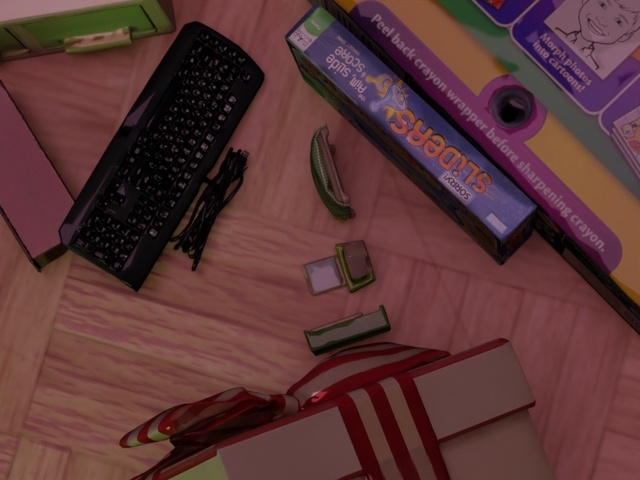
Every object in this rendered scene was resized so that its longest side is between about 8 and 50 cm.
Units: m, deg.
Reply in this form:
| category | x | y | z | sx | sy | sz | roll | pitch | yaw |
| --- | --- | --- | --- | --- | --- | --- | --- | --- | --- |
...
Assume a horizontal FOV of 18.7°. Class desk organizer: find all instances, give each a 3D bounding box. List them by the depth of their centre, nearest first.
| category | x | y | z | sx | sy | sz | roll | pitch | yaw |
| --- | --- | --- | --- | --- | --- | --- | --- | --- | --- |
| desk organizer | -0.218 | -0.047 | 1.404 | 0.050 | 0.047 | 0.130 | -31 | 83 | -6 |

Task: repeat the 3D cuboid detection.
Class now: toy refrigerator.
| category | x | y | z | sx | sy | sz | roll | pitch | yaw |
| --- | --- | --- | --- | --- | --- | --- | --- | --- | --- |
| toy refrigerator | -0.247 | -0.174 | 1.396 | 0.270 | 0.102 | 0.094 | -10 | 81 | 3 |

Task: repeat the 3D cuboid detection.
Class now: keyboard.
| category | x | y | z | sx | sy | sz | roll | pitch | yaw |
| --- | --- | --- | --- | --- | --- | --- | --- | --- | --- |
| keyboard | -0.097 | -0.056 | 1.382 | 0.100 | 0.038 | 0.192 | 33 | 79 | -15 |

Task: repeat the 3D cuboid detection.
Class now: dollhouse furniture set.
| category | x | y | z | sx | sy | sz | roll | pitch | yaw |
| --- | --- | --- | --- | --- | --- | --- | --- | --- | --- |
| dollhouse furniture set | 0.000 | 0.000 | 1.365 | 0.059 | 0.076 | 0.151 | -17 | 82 | 1 |

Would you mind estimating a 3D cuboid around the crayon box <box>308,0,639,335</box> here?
| category | x | y | z | sx | sy | sz | roll | pitch | yaw |
| --- | --- | --- | --- | --- | --- | --- | --- | --- | --- |
| crayon box | 0.219 | -0.165 | 1.356 | 0.313 | 0.106 | 0.363 | -43 | 82 | -3 |

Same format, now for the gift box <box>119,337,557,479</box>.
| category | x | y | z | sx | sy | sz | roll | pitch | yaw |
| --- | --- | --- | --- | --- | --- | --- | --- | --- | --- |
| gift box | -0.006 | 0.213 | 1.231 | 0.255 | 0.276 | 0.258 | -16 | 82 | -38 |

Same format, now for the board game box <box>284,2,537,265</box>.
| category | x | y | z | sx | sy | sz | roll | pitch | yaw |
| --- | --- | --- | --- | --- | --- | --- | --- | --- | --- |
| board game box | 0.064 | -0.070 | 1.339 | 0.201 | 0.136 | 0.035 | 44 | 88 | 9 |
